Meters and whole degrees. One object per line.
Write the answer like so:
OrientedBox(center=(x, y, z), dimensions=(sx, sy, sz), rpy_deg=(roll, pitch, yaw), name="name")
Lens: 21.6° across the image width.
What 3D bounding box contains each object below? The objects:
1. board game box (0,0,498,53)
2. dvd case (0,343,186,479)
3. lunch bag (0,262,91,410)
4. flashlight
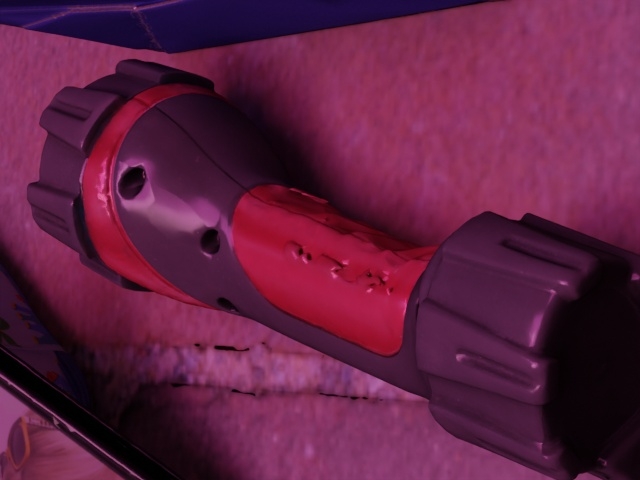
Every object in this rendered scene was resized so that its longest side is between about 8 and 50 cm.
OrientedBox(center=(-0.045, -0.241, 0.714), dimensions=(0.232, 0.141, 0.291), rpy_deg=(-2, 85, 47), name="board game box")
OrientedBox(center=(-0.145, 0.151, 0.781), dimensions=(0.253, 0.022, 0.180), rpy_deg=(34, 114, 13), name="dvd case")
OrientedBox(center=(-0.220, 0.092, 0.906), dimensions=(0.219, 0.090, 0.176), rpy_deg=(42, 116, 40), name="lunch bag")
OrientedBox(center=(0.000, 0.000, 0.670), dimensions=(0.304, 0.103, 0.103), rpy_deg=(20, 97, 48), name="flashlight")
